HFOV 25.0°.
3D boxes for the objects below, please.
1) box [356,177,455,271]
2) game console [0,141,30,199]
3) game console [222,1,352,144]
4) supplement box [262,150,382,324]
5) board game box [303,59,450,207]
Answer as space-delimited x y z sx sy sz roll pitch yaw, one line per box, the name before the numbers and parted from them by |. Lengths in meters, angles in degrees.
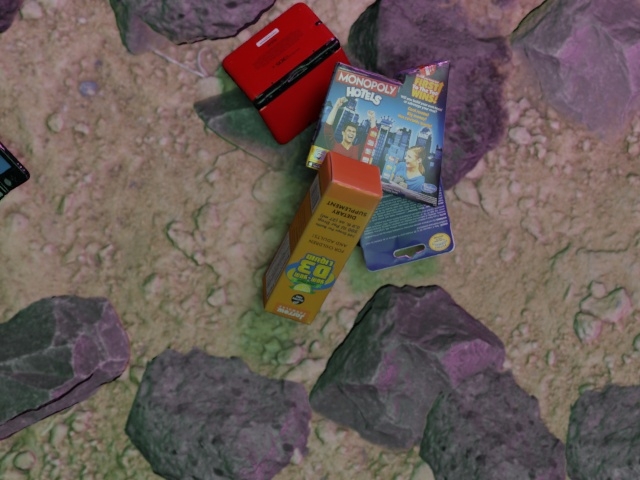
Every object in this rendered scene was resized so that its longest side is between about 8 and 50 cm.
box | 0.100 -0.079 1.995 0.136 0.036 0.225 -14 99 -12
game console | -0.449 -0.092 1.836 0.122 0.107 0.071 48 56 -16
game console | -0.040 -0.226 1.951 0.144 0.085 0.124 -38 74 -7
supplement box | 0.000 0.000 1.909 0.078 0.080 0.233 17 125 -16
board game box | 0.092 -0.164 1.932 0.194 0.060 0.194 17 92 -15
